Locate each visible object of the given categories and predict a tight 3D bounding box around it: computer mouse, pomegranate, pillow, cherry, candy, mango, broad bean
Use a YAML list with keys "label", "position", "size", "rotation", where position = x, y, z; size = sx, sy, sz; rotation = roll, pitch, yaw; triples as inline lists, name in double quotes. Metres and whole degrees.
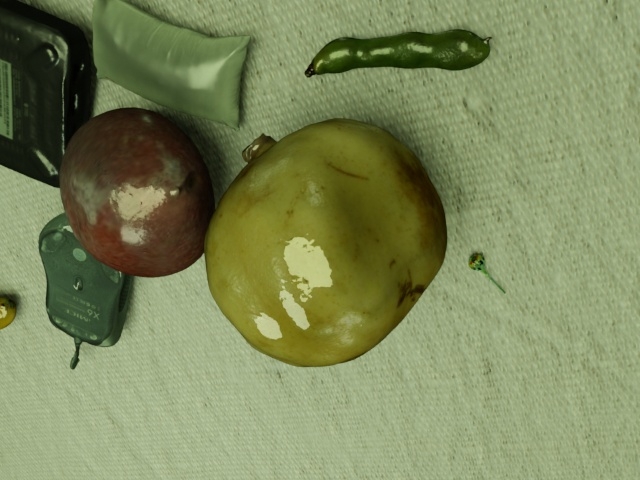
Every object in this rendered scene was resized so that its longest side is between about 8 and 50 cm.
- label: "computer mouse"
  position: [-0.424, 0.095, 1.133]
  size: [0.167, 0.090, 0.380]
  rotation: [26, 123, 5]
- label: "pomegranate"
  position: [0.000, 0.000, 0.836]
  size: [0.332, 0.332, 0.333]
  rotation: [6, 114, 14]
- label: "pillow"
  position: [-0.223, -0.268, 0.916]
  size: [0.253, 0.078, 0.144]
  rotation: [22, 117, 7]
- label: "cherry"
  position: [-0.264, -0.066, 0.921]
  size: [0.221, 0.307, 0.261]
  rotation: [-28, 107, -20]
- label: "candy"
  position: [0.257, 0.052, 0.947]
  size: [0.083, 0.025, 0.023]
  rotation: [42, 146, -14]
- label: "mango"
  position: [-0.693, 0.138, 1.240]
  size: [0.190, 0.075, 0.098]
  rotation: [7, 120, 7]
- label: "broad bean"
  position: [0.101, -0.254, 0.842]
  size: [0.256, 0.053, 0.052]
  rotation: [0, 151, 17]

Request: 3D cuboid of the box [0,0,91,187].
- label: "box"
  position: [-0.511, -0.248, 0.998]
  size: [0.288, 0.073, 0.290]
  rotation: [24, 127, 4]
